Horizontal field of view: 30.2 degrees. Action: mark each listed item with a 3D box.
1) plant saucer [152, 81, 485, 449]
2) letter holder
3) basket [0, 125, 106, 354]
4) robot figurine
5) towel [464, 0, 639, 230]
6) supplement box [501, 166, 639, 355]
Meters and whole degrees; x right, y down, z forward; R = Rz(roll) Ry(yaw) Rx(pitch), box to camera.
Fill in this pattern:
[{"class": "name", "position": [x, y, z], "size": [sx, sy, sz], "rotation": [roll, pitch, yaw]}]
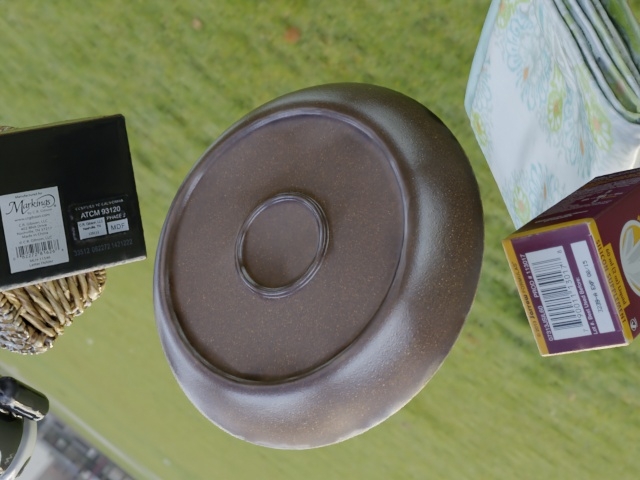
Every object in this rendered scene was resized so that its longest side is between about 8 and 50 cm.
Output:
[{"class": "plant saucer", "position": [-0.021, 0.009, 0.951], "size": [0.311, 0.310, 0.050], "rotation": [27, 179, 37]}, {"class": "letter holder", "position": [-0.366, -0.033, 1.224], "size": [0.214, 0.302, 0.152], "rotation": [10, 111, 61]}, {"class": "basket", "position": [-0.392, 0.000, 1.522], "size": [0.299, 0.223, 0.213], "rotation": [8, 143, 46]}, {"class": "robot figurine", "position": [-0.468, 0.225, 1.458], "size": [0.209, 0.173, 0.278], "rotation": [18, 166, 24]}, {"class": "towel", "position": [0.253, -0.128, 1.261], "size": [0.374, 0.090, 0.320], "rotation": [93, 166, -58]}, {"class": "supplement box", "position": [0.241, 0.011, 0.985], "size": [0.081, 0.188, 0.104], "rotation": [-13, 100, 40]}]
